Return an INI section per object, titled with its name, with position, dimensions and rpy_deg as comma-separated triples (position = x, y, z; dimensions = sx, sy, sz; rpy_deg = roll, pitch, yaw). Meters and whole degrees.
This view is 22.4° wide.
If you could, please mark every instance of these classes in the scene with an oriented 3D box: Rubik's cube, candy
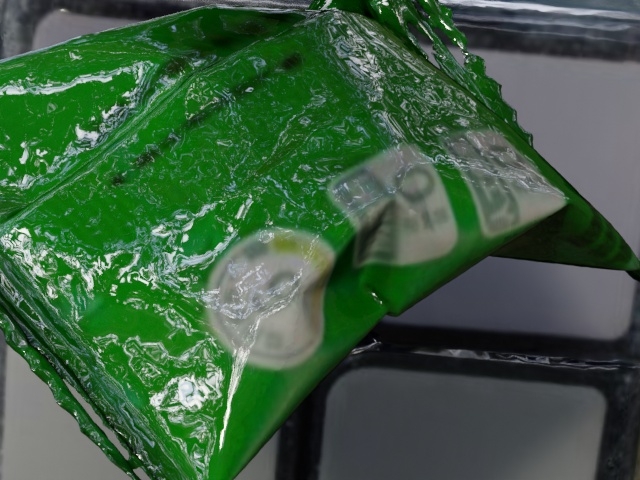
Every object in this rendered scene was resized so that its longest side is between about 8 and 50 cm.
[Rubik's cube]
position = 0.000, 0.000, 0.851
dimensions = 0.316, 0.313, 0.318
rpy_deg = 4, 16, -2
[candy]
position = -0.012, -0.020, 0.436
dimensions = 0.203, 0.078, 0.141
rpy_deg = -24, 47, -38
